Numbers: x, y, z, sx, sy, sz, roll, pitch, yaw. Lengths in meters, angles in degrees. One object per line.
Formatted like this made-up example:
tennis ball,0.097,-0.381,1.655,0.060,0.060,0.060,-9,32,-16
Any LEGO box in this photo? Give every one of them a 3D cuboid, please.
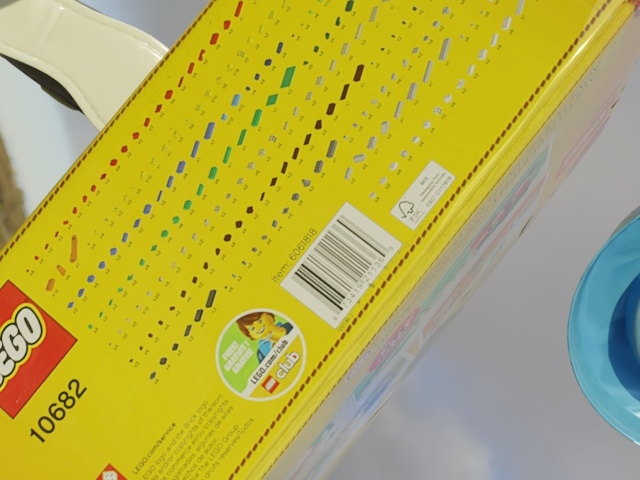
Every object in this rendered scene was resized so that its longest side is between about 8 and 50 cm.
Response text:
LEGO box,0.000,0.000,0.688,0.193,0.500,0.372,38,-4,13

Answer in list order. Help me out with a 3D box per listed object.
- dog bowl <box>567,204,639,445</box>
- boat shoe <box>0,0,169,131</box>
dog bowl,0.286,0.069,0.558,0.166,0.297,0.074,-65,176,24
boat shoe,-0.231,-0.181,1.002,0.305,0.109,0.091,33,3,-8
